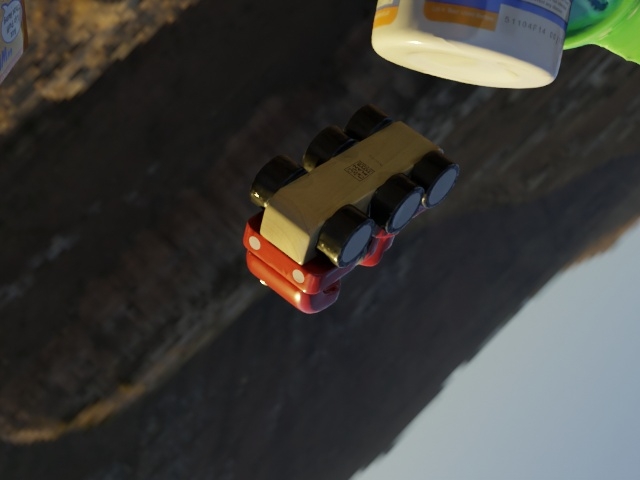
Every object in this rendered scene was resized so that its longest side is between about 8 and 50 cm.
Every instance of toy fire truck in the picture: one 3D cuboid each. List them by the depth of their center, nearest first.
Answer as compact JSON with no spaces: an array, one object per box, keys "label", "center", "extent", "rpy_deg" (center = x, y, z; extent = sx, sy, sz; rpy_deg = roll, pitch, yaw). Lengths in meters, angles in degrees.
[{"label":"toy fire truck","center":[0.000,0.000,1.586],"extent":[0.217,0.158,0.246],"rpy_deg":[-34,151,-42]}]

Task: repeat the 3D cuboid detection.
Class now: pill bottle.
[{"label":"pill bottle","center":[0.138,-0.268,1.220],"extent":[0.152,0.152,0.272],"rpy_deg":[67,35,-87]}]

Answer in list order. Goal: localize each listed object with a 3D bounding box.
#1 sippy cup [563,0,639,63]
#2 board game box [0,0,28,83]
[{"label":"sippy cup","center":[0.257,-0.304,1.441],"extent":[0.240,0.305,0.224],"rpy_deg":[1,-167,37]},{"label":"board game box","center":[-0.568,-0.306,1.716],"extent":[0.356,0.356,0.356],"rpy_deg":[-71,166,-52]}]
